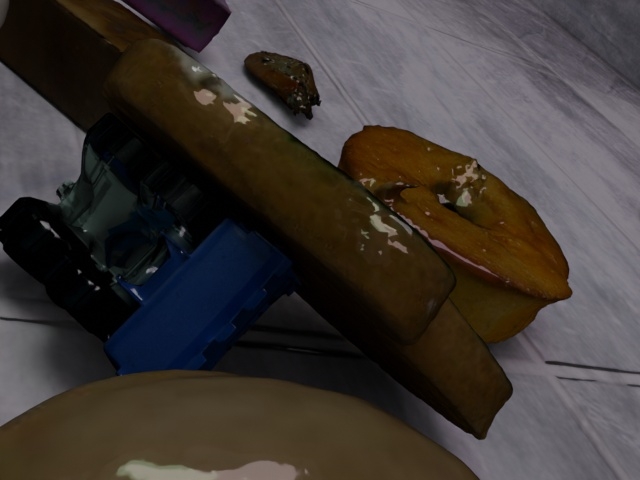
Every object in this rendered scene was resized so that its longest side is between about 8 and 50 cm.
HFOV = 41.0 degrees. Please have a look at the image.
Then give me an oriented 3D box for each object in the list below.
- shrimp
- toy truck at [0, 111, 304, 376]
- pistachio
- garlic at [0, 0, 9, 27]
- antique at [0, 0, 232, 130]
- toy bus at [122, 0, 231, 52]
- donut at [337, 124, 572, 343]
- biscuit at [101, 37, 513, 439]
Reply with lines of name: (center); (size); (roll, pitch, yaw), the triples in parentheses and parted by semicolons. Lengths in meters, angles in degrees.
shrimp: (-0.040, -0.190, 1.046); (0.091, 0.043, 0.184); (5, 29, -26)
toy truck: (-0.100, 0.021, 0.535); (0.208, 0.113, 0.126); (36, -11, 41)
pistachio: (-0.023, 0.149, 0.358); (0.293, 0.162, 0.181); (20, 59, -22)
garlic: (-0.370, -0.211, 0.614); (0.281, 0.184, 0.203); (29, 43, -1)
antique: (-0.232, -0.190, 0.808); (0.310, 0.087, 0.093); (38, 27, 18)
toy bus: (-0.218, -0.312, 0.933); (0.274, 0.090, 0.112); (27, 18, -50)
donut: (0.119, -0.011, 0.807); (0.254, 0.118, 0.253); (21, 27, -11)
biscuit: (0.001, -0.002, 0.548); (0.344, 0.057, 0.287); (43, -8, -9)
